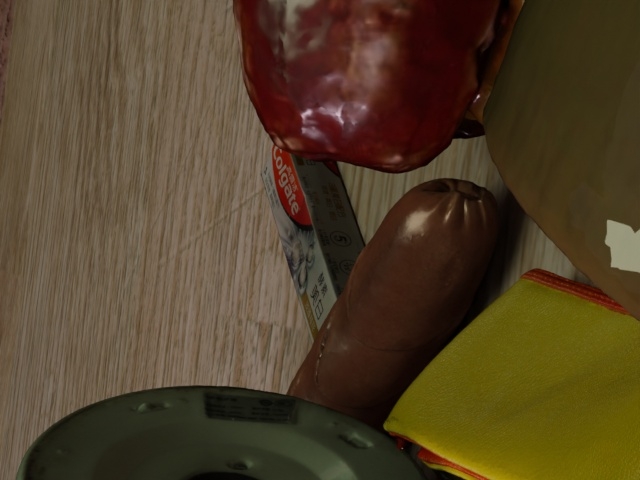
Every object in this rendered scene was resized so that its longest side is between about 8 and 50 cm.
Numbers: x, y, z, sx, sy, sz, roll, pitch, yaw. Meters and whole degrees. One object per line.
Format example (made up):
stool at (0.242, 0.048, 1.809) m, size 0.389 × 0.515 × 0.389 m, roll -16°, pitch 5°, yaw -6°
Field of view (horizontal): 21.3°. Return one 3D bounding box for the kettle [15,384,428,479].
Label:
kettle at (-0.061, 0.281, 1.087) m, size 0.319 × 0.247 × 0.342 m, roll -63°, pitch -21°, yaw -66°

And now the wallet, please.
wallet at (0.142, 0.088, 0.897) m, size 0.141 × 0.067 × 0.241 m, roll -48°, pitch 21°, yaw -11°

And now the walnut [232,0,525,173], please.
walnut at (0.072, -0.176, 1.029) m, size 0.221 × 0.243 × 0.269 m, roll -19°, pitch -67°, yaw -73°

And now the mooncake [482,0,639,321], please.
mooncake at (0.205, -0.054, 0.563) m, size 0.284 × 0.284 × 0.156 m, roll -120°, pitch 43°, yaw -55°

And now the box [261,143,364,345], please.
box at (0.000, 0.000, 1.314) m, size 0.218 × 0.039 × 0.055 m, roll -107°, pitch 32°, yaw -43°

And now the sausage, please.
sausage at (0.017, 0.114, 1.194) m, size 0.088 × 0.087 × 0.433 m, roll -107°, pitch 34°, yaw -43°
